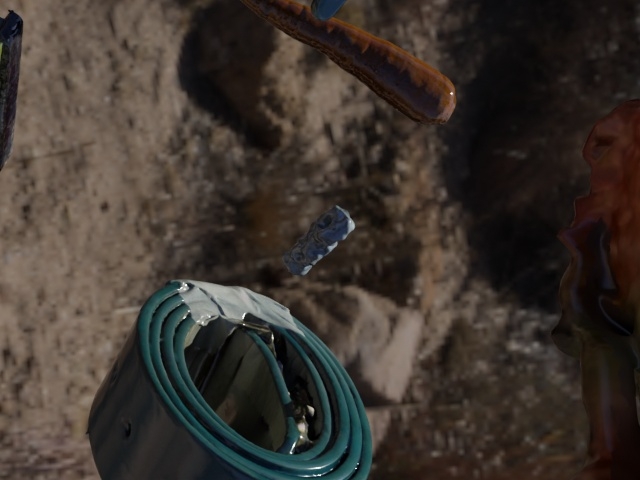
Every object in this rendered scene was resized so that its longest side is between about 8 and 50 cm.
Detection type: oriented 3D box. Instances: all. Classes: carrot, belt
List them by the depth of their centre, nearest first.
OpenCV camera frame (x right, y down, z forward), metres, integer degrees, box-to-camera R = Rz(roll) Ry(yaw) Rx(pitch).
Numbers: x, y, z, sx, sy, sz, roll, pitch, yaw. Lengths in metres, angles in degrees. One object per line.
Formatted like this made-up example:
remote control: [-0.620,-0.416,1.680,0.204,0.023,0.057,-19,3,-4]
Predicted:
carrot: [0.022,-0.157,1.170,0.216,0.048,0.048,29,50,-17]
belt: [-0.103,0.206,1.643,0.300,0.173,0.436,25,17,-17]

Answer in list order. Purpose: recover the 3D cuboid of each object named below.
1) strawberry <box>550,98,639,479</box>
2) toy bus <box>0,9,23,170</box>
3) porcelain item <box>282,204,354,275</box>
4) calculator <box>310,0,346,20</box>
strawberry: [0.128,-0.011,0.355,0.167,0.087,0.208,-88,-167,-47]
toy bus: [-0.327,-0.086,0.791,0.138,0.288,0.175,112,-1,-53]
porcelain item: [0.000,0.000,1.170,0.028,0.083,0.036,36,49,-12]
calculator: [0.029,-0.219,0.985,0.141,0.019,0.094,-50,140,4]
